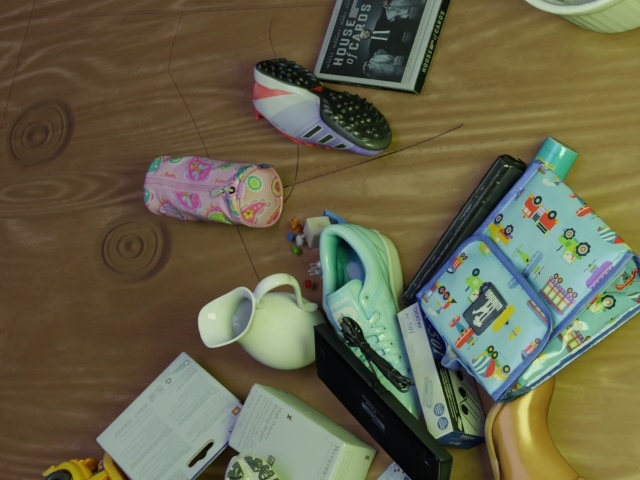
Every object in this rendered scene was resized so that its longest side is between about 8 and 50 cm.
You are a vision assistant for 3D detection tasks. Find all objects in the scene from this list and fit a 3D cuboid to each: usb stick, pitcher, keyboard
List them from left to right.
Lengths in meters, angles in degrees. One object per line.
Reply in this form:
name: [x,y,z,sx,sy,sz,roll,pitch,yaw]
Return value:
pitcher: [-0.065,0.125,2.037,0.178,0.207,0.125,-36,55,27]
keyboard: [0.087,0.223,1.846,0.317,0.033,0.201,44,150,37]
usb stick: [0.217,-0.012,1.926,0.045,0.077,0.278,38,103,15]

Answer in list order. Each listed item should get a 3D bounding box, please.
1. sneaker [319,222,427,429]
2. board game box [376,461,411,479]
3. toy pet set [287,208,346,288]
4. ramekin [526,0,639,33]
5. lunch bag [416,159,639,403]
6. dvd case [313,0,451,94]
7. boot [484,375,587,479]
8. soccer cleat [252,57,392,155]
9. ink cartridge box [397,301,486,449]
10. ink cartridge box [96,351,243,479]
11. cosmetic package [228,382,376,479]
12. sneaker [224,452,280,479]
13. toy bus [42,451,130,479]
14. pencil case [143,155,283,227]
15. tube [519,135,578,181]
sneaker: [0.064,0.137,1.959,0.135,0.150,0.366,-35,55,29]
board game box: [0.118,0.388,1.916,0.090,0.020,0.090,-49,49,18]
toy pet set: [0.000,0.000,2.140,0.114,0.065,0.122,107,150,-48]
ramekin: [0.418,-0.437,1.847,0.277,0.135,0.277,-15,67,38]
lunch bag: [0.281,0.076,1.759,0.293,0.138,0.221,-44,50,7]
dvd case: [0.102,-0.347,2.171,0.239,0.029,0.179,14,85,43]
boot: [0.317,0.320,1.710,0.220,0.109,0.283,20,78,36]
soccer cleat: [-0.001,-0.204,2.182,0.318,0.109,0.116,34,128,35]
ink cartridge box: [0.181,0.198,1.870,0.046,0.097,0.207,-33,57,31]
ink cartridge box: [-0.242,0.330,2.178,0.223,0.045,0.224,-45,48,-11]
cosmetic package: [-0.032,0.329,2.026,0.231,0.085,0.117,25,94,45]
sneaker: [-0.062,0.453,1.976,0.107,0.110,0.275,-25,85,-10]
toy bus: [-0.363,0.443,2.252,0.211,0.149,0.220,-46,47,4]
pencil case: [-0.196,-0.090,2.287,0.284,0.124,0.124,9,82,44]
tube: [0.306,-0.054,1.882,0.080,0.052,0.207,40,107,37]
